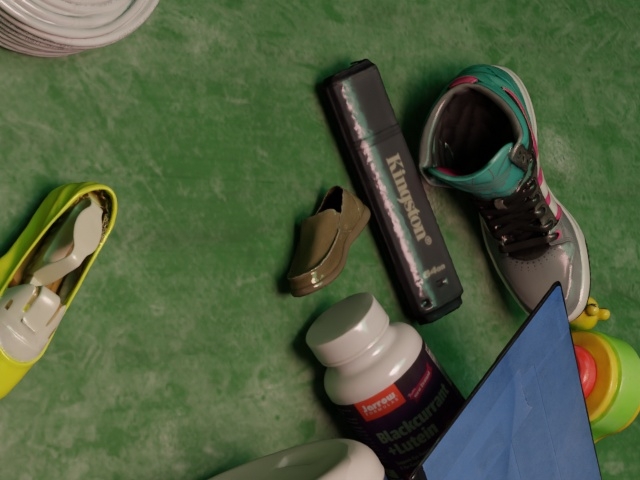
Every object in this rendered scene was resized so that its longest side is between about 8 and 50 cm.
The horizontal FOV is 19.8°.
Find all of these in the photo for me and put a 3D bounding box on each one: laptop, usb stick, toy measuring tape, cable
[{"bbox_3d":[0.228,0.333,1.699,0.408,0.236,0.382,-119,-173,-47],"label":"laptop"},{"bbox_3d":[0.075,-0.050,1.894,0.077,0.045,0.278,-28,99,-46],"label":"usb stick"},{"bbox_3d":[0.295,0.215,1.993,0.121,0.121,0.330,18,67,-41],"label":"toy measuring tape"},{"bbox_3d":[-0.244,-0.288,1.611,0.257,0.089,0.257,-7,85,-45],"label":"cable"}]

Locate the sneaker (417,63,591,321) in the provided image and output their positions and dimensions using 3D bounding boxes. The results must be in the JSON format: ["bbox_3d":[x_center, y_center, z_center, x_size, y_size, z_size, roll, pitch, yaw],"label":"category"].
[{"bbox_3d":[0.192,-0.049,1.924,0.178,0.124,0.295,-5,74,-66],"label":"sneaker"}]

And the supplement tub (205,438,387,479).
[{"bbox_3d":[-0.004,0.353,1.572,0.228,0.228,0.316,-29,99,-45],"label":"supplement tub"}]

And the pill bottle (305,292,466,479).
[{"bbox_3d":[0.071,0.148,1.790,0.193,0.108,0.108,54,48,-20],"label":"pill bottle"}]

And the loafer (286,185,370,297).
[{"bbox_3d":[0.000,0.000,1.802,0.050,0.056,0.148,53,38,-20],"label":"loafer"}]

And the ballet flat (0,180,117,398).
[{"bbox_3d":[-0.235,0.037,1.536,0.077,0.077,0.231,47,51,-27],"label":"ballet flat"}]
